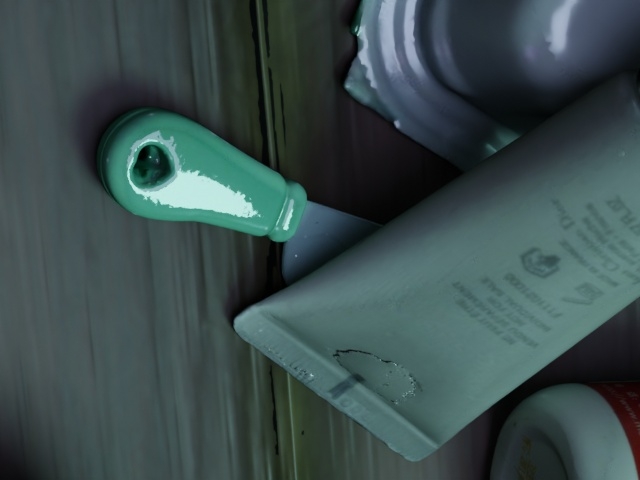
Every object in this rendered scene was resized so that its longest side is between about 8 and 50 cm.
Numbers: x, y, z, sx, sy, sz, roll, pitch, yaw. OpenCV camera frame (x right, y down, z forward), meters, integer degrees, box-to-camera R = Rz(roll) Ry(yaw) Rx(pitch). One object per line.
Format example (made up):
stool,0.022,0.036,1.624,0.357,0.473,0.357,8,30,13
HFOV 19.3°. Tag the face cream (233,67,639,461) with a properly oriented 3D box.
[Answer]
face cream,0.110,0.003,0.934,0.143,0.089,0.314,38,120,-26

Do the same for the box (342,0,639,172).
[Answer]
box,0.209,-0.114,1.005,0.337,0.106,0.264,30,88,-25

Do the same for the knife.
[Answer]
knife,-0.001,0.001,0.983,0.260,0.034,0.063,24,94,-27

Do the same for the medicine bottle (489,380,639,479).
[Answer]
medicine bottle,0.227,0.141,1.045,0.250,0.131,0.131,0,100,-23
